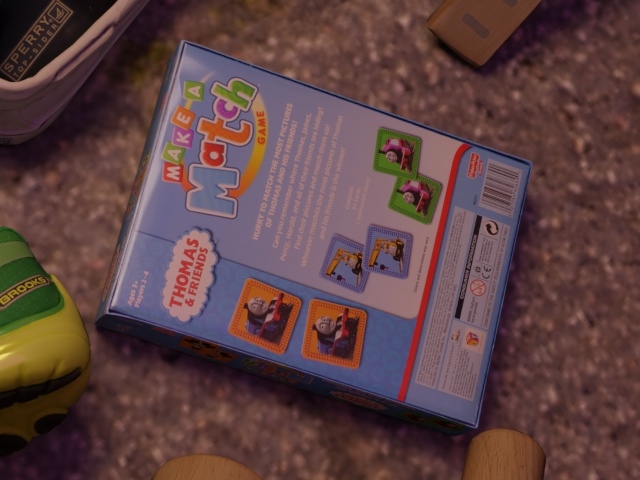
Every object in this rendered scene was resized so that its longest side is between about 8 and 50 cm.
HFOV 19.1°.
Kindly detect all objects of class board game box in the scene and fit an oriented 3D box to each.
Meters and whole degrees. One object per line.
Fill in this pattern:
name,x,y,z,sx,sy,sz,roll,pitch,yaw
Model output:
board game box,0.000,0.000,1.034,0.211,0.039,0.160,19,71,-14

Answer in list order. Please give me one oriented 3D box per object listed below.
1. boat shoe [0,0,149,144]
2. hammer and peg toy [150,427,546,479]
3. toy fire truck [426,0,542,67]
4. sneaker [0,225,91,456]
boat shoe,-0.110,-0.166,1.014,0.095,0.084,0.258,28,69,-10
hammer and peg toy,0.064,0.204,0.902,0.361,0.266,0.127,25,48,-10
toy fire truck,0.108,-0.251,1.093,0.217,0.158,0.246,26,59,-11
sneaker,-0.262,0.064,0.910,0.295,0.109,0.123,-10,54,-18
